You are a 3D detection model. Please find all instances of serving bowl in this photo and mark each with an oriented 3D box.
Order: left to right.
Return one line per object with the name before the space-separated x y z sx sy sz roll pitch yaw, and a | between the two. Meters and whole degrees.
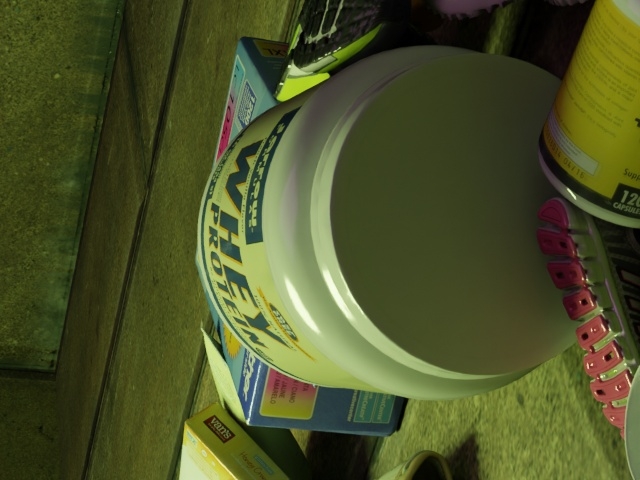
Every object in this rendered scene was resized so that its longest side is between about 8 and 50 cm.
serving bowl | 0.188 0.096 0.823 0.083 0.027 0.083 -174 90 -74

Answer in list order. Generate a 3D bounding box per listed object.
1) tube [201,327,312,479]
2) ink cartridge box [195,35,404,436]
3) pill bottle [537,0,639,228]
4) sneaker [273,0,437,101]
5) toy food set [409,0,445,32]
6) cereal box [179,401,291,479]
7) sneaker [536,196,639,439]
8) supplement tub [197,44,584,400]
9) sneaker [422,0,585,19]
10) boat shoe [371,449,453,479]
tube | -0.063 0.183 1.595 0.240 0.070 0.062 68 -144 -50
ink cartridge box | 0.000 0.000 1.480 0.395 0.151 0.270 -120 39 -62
pill bottle | 0.197 -0.104 0.893 0.103 0.103 0.184 -103 24 -48
sneaker | 0.044 -0.162 1.293 0.300 0.121 0.111 169 118 -82
toy food set | 0.089 -0.292 1.301 0.232 0.111 0.104 66 -167 -50
cereal box | -0.075 0.293 1.593 0.173 0.047 0.240 42 146 25
sneaker | 0.192 0.046 0.943 0.063 0.075 0.170 135 116 -73
supplement tub | 0.055 -0.008 1.116 0.325 0.236 0.235 169 106 -74
sneaker | 0.131 -0.239 1.079 0.146 0.102 0.293 63 163 -15
boat shoe | 0.063 0.300 1.221 0.089 0.105 0.285 125 150 -52
